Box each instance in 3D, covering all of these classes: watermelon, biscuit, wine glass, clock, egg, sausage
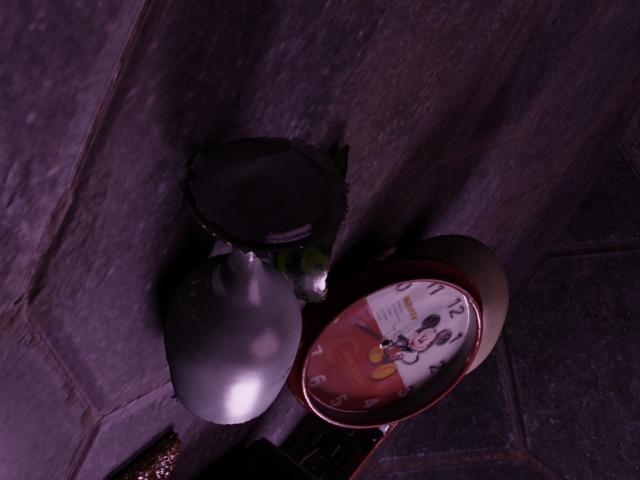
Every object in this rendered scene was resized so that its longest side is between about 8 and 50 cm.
[{"bbox_3d":[-0.005,-0.003,1.198,0.245,0.063,0.119,97,14,-50],"label":"watermelon"},{"bbox_3d":[-0.243,0.348,1.294,0.131,0.026,0.237,-33,153,-48],"label":"biscuit"},{"bbox_3d":[-0.073,0.049,0.951,0.143,0.143,0.321,-41,162,-37],"label":"wine glass"},{"bbox_3d":[0.096,0.151,1.537,0.318,0.080,0.319,-12,128,-16],"label":"clock"},{"bbox_3d":[0.198,0.115,1.716,0.269,0.219,0.219,-55,165,25],"label":"egg"},{"bbox_3d":[0.095,0.019,1.591,0.015,0.015,0.100,-60,163,22],"label":"sausage"}]

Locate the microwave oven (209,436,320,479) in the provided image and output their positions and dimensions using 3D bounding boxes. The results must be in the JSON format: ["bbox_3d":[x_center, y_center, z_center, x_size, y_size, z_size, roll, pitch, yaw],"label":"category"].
[{"bbox_3d":[-0.145,0.473,1.553,0.295,0.181,0.238,-36,154,-48],"label":"microwave oven"}]

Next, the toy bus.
[{"bbox_3d":[0.018,0.397,1.934,0.329,0.143,0.153,-49,163,-22],"label":"toy bus"}]
